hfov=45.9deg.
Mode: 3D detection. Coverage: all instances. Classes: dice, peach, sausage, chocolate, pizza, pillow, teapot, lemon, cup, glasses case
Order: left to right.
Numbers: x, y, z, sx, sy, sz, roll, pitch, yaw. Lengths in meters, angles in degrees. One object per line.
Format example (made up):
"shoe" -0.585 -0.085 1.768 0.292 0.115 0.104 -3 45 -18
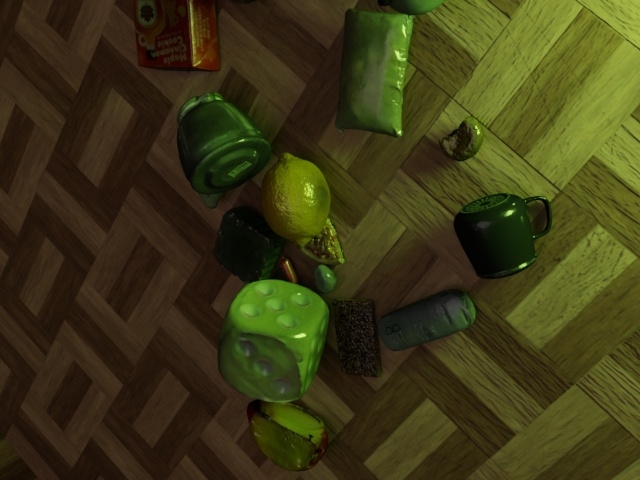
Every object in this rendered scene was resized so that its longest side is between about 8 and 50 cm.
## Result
"chocolate" -0.405 -0.584 2.097 0.237 0.108 0.234 9 111 28
"teapot" -0.279 -0.264 2.091 0.239 0.321 0.239 -28 69 -4
"dice" -0.129 0.275 2.071 0.250 0.254 0.252 14 123 11
"peach" -0.104 0.574 2.235 0.267 0.159 0.154 20 104 23
"sausage" -0.084 0.104 2.155 0.034 0.034 0.129 -21 93 35
"lemon" -0.065 -0.106 1.983 0.188 0.188 0.256 -9 95 33
"pizza" 0.000 0.000 2.066 0.178 0.041 0.131 39 120 16
"pillow" 0.129 -0.402 1.841 0.185 0.075 0.302 14 109 25
"glasses case" 0.269 0.207 1.948 0.282 0.067 0.109 -25 93 36
"cup" 0.430 -0.018 1.736 0.223 0.169 0.176 -20 99 4

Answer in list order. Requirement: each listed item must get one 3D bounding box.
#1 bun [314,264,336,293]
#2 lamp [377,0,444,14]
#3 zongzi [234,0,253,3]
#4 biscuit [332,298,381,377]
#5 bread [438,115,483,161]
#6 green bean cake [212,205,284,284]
"bun" 0.015 0.105 2.082 0.083 0.045 0.083 41 141 45
"lamp" 0.220 -0.585 1.625 0.198 0.244 0.197 10 113 24
"zongzi" -0.238 -0.786 1.916 0.286 0.138 0.300 32 117 17
"biscuit" 0.101 0.272 2.098 0.131 0.025 0.230 -1 104 32
"bread" 0.338 -0.233 1.773 0.113 0.060 0.082 -36 84 36
"green bean cake" -0.207 0.017 2.167 0.183 0.094 0.185 33 120 19
